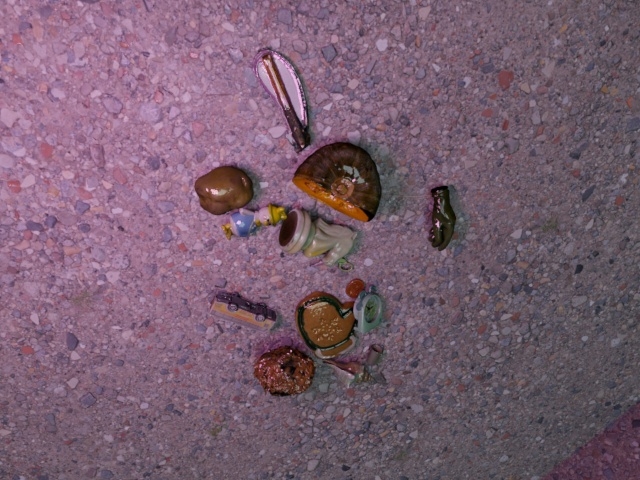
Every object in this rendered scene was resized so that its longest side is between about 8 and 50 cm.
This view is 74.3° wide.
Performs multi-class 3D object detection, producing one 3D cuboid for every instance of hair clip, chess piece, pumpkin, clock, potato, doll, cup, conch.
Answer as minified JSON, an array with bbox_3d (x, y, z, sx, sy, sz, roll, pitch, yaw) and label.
[{"bbox_3d":[-0.112,-0.476,1.439,0.110,0.095,0.358,-10,111,33],"label":"hair clip"},{"bbox_3d":[0.000,0.000,1.624,0.298,0.175,0.175,18,109,-28],"label":"chess piece"},{"bbox_3d":[0.082,-0.226,1.522,0.325,0.242,0.232,31,76,-16],"label":"pumpkin"},{"bbox_3d":[0.200,0.287,1.796,0.148,0.060,0.188,-17,110,-44],"label":"clock"},{"bbox_3d":[-0.338,-0.178,1.488,0.201,0.137,0.154,-17,141,-1],"label":"potato"},{"bbox_3d":[-0.245,-0.075,1.568,0.241,0.098,0.135,-16,110,-1],"label":"doll"},{"bbox_3d":[0.252,0.527,1.955,0.055,0.075,0.083,26,115,19],"label":"cup"},{"bbox_3d":[0.131,0.610,1.909,0.234,0.137,0.114,5,99,-26],"label":"conch"}]

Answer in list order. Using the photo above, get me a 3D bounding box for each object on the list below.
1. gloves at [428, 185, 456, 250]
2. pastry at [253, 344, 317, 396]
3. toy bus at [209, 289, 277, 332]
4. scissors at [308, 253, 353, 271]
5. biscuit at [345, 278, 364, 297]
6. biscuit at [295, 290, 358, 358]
[{"bbox_3d":[0.486,-0.084,1.688,0.107,0.135,0.268,12,116,30],"label":"gloves"},{"bbox_3d":[-0.152,0.528,1.773,0.275,0.275,0.192,-5,106,-8],"label":"pastry"},{"bbox_3d":[-0.314,0.291,1.723,0.268,0.092,0.106,24,116,-19],"label":"toy bus"},{"bbox_3d":[0.045,0.072,1.726,0.187,0.020,0.133,-5,111,-10],"label":"scissors"},{"bbox_3d":[0.150,0.206,1.807,0.078,0.015,0.091,31,105,-22],"label":"biscuit"},{"bbox_3d":[0.048,0.365,1.836,0.287,0.057,0.343,-24,116,1],"label":"biscuit"}]
